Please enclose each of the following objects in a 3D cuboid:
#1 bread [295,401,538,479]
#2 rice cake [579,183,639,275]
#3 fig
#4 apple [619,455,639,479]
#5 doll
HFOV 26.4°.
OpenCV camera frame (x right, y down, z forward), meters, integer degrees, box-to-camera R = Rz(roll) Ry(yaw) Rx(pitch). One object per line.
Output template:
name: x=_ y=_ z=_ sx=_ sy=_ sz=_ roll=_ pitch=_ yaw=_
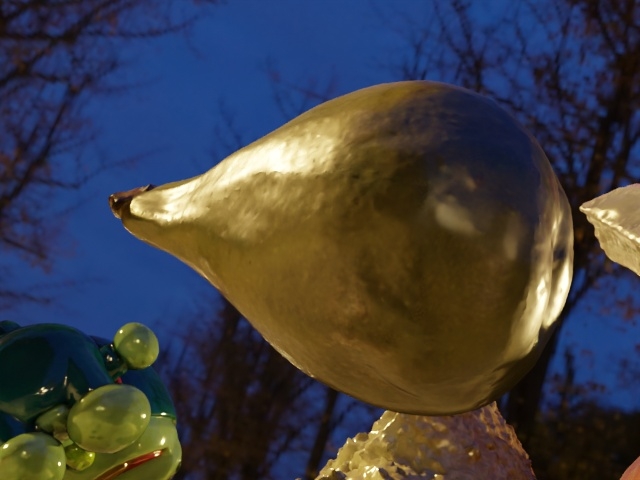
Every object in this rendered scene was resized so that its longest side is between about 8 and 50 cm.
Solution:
bread: x=0.040 y=0.204 z=0.812 sx=0.171 sy=0.314 sz=0.192 roll=-42 pitch=-107 yaw=37
rice cake: x=0.332 y=0.025 z=1.129 sx=0.064 sy=0.070 sz=0.399 roll=60 pitch=-5 yaw=-20
fig: x=0.008 y=-0.014 z=0.516 sx=0.185 sy=0.133 sz=0.126 roll=32 pitch=-63 yaw=13
apple: x=0.308 y=0.238 z=0.798 sx=0.302 sy=0.301 sz=0.301 roll=16 pitch=-26 yaw=8
doll: x=-0.228 y=0.166 z=1.223 sx=0.186 sy=0.198 sz=0.322 roll=54 pitch=-19 yaw=20
